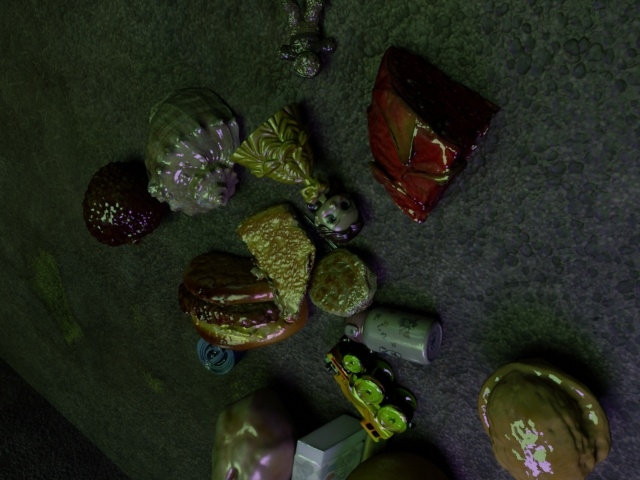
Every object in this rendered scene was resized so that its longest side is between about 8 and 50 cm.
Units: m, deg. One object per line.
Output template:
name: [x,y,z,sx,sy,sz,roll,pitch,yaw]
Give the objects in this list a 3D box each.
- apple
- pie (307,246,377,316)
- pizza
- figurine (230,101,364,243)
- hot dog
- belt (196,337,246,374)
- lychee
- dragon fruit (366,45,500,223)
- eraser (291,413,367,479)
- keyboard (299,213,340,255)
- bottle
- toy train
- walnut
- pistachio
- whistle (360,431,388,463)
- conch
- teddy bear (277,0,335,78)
apple: [0.194,0.721,1.382,0.339,0.339,0.340,18,124,29]
pie: [0.053,0.099,1.287,0.193,0.078,0.163,21,102,39]
pizza: [-0.092,0.049,1.338,0.189,0.071,0.297,-32,71,14]
figurine: [-0.023,-0.127,1.198,0.315,0.187,0.168,48,143,-4]
hot dog: [-0.243,0.170,1.484,0.404,0.223,0.186,10,122,34]
belt: [-0.322,0.352,1.737,0.141,0.082,0.190,47,132,2]
lychee: [-0.591,-0.106,1.592,0.236,0.235,0.272,-50,56,42]
dragon fruit: [0.210,-0.153,1.013,0.239,0.303,0.330,-1,135,3]
eraser: [0.018,0.701,1.608,0.082,0.213,0.397,40,135,40]
keyboard: [0.000,0.000,1.347,0.155,0.010,0.053,44,133,9]
bottle: [0.164,0.217,1.277,0.233,0.110,0.110,9,119,33]
toy train: [0.124,0.383,1.402,0.160,0.100,0.296,-37,89,41]
walnut: [0.439,0.359,1.070,0.256,0.224,0.257,12,113,28]
pistachio: [-0.191,0.661,1.622,0.281,0.365,0.446,5,117,19]
whistle: [0.147,0.640,1.560,0.067,0.057,0.327,24,126,25]
conch: [-0.348,-0.234,1.360,0.352,0.210,0.297,42,117,8]
teddy bear: [-0.032,-0.415,1.100,0.119,0.078,0.161,-5,108,2]
